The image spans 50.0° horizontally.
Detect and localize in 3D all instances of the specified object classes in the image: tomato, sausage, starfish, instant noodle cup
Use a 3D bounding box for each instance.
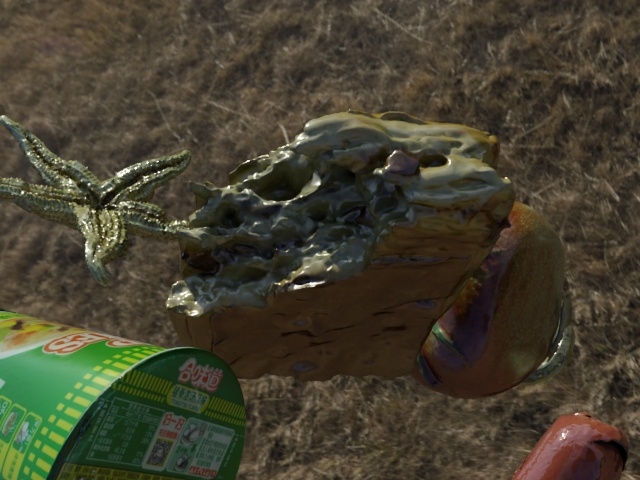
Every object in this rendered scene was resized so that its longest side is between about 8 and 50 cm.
[{"bbox_3d":[0.225,0.080,1.012,0.303,0.239,0.303,-7,82,63],"label":"tomato"},{"bbox_3d":[0.445,0.439,1.258,0.152,0.152,0.279,36,80,36],"label":"sausage"},{"bbox_3d":[-0.291,-0.064,0.905,0.358,0.347,0.078,36,126,26],"label":"starfish"},{"bbox_3d":[-0.215,0.155,0.560,0.233,0.207,0.206,14,79,30],"label":"instant noodle cup"}]

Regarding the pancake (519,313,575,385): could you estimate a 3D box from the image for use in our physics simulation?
[{"bbox_3d":[0.412,0.193,1.453,0.254,0.037,0.253,-2,61,4],"label":"pancake"}]

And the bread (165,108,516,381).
[{"bbox_3d":[0.000,0.000,0.730,0.315,0.370,0.191,2,55,-6],"label":"bread"}]
